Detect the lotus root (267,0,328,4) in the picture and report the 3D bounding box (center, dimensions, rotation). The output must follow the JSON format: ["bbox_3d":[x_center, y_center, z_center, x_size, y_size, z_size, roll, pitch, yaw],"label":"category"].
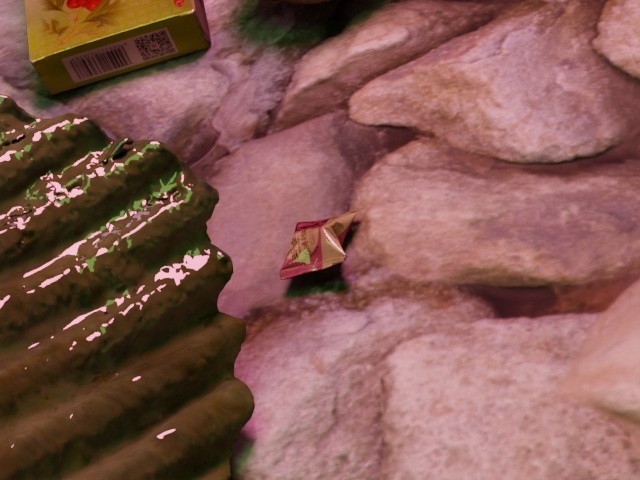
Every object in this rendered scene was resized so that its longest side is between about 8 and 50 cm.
[{"bbox_3d":[0.024,-0.357,1.590,0.183,0.183,0.310,22,54,40],"label":"lotus root"}]

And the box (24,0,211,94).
[{"bbox_3d":[-0.221,-0.289,1.650,0.175,0.062,0.260,-16,56,6],"label":"box"}]

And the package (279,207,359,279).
[{"bbox_3d":[0.000,0.000,1.303,0.059,0.029,0.083,-14,29,20],"label":"package"}]

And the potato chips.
[{"bbox_3d":[-0.209,0.064,1.095,0.373,0.097,0.389,32,44,-5],"label":"potato chips"}]

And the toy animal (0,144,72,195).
[{"bbox_3d":[-0.346,-0.039,1.465,0.219,0.103,0.101,-31,21,-8],"label":"toy animal"}]
